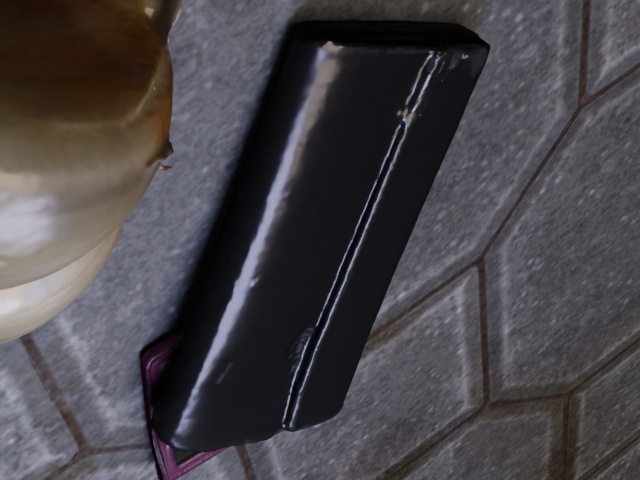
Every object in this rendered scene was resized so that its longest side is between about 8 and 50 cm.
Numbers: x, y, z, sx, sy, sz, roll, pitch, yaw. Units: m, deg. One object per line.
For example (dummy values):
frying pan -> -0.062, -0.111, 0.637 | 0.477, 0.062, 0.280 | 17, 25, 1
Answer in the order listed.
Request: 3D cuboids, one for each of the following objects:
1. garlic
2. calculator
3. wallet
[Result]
garlic -> -0.227, -0.051, 0.850 | 0.313, 0.286, 0.249 | -22, 98, -42
calculator -> -0.109, 0.141, 1.346 | 0.127, 0.034, 0.190 | -27, 139, -25
wallet -> 0.000, 0.001, 1.254 | 0.228, 0.062, 0.406 | -5, 127, -44
